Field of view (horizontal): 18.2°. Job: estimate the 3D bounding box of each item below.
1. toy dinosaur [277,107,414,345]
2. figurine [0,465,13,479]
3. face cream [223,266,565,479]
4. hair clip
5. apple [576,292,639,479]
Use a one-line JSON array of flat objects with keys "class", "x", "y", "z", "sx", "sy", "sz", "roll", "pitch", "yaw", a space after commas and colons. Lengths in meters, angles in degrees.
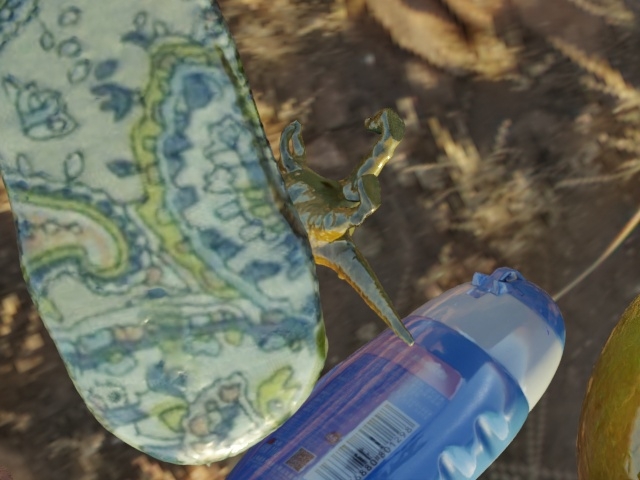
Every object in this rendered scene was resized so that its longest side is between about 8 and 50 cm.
[{"class": "toy dinosaur", "x": 0.000, "y": 0.000, "z": 1.088, "sx": 0.126, "sy": 0.039, "sz": 0.162, "roll": -31, "pitch": 57, "yaw": 46}, {"class": "figurine", "x": -0.156, "y": 0.255, "z": 1.335, "sx": 0.193, "sy": 0.421, "sz": 0.154, "roll": 38, "pitch": 90, "yaw": 23}, {"class": "face cream", "x": 0.049, "y": 0.117, "z": 1.265, "sx": 0.149, "sy": 0.264, "sz": 0.083, "roll": 26, "pitch": 152, "yaw": 51}, {"class": "hair clip", "x": -0.056, "y": -0.056, "z": 0.460, "sx": 0.066, "sy": 0.036, "sz": 0.229, "roll": -19, "pitch": 93, "yaw": 9}, {"class": "apple", "x": 0.384, "y": 0.152, "z": 1.421, "sx": 0.384, "sy": 0.374, "sz": 0.374, "roll": 37, "pitch": 110, "yaw": -9}]
